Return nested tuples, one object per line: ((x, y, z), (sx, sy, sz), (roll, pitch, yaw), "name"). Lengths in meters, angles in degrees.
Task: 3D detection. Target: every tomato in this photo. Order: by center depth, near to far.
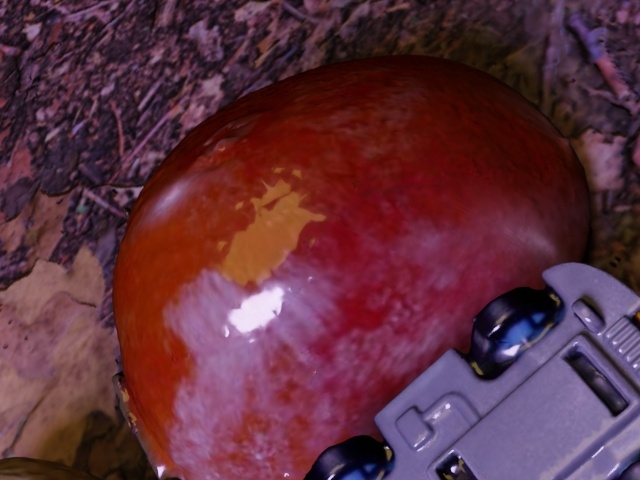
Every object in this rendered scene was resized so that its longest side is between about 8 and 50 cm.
((-0.006, -0.001, 0.661), (0.309, 0.170, 0.309), (-16, 58, 27), "tomato")

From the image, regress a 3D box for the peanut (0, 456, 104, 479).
((-0.139, 0.199, 0.668), (0.224, 0.129, 0.129), (9, 70, 36), "peanut")

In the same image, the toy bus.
((0.096, 0.126, 0.545), (0.209, 0.136, 0.126), (-43, 51, 7), "toy bus")
